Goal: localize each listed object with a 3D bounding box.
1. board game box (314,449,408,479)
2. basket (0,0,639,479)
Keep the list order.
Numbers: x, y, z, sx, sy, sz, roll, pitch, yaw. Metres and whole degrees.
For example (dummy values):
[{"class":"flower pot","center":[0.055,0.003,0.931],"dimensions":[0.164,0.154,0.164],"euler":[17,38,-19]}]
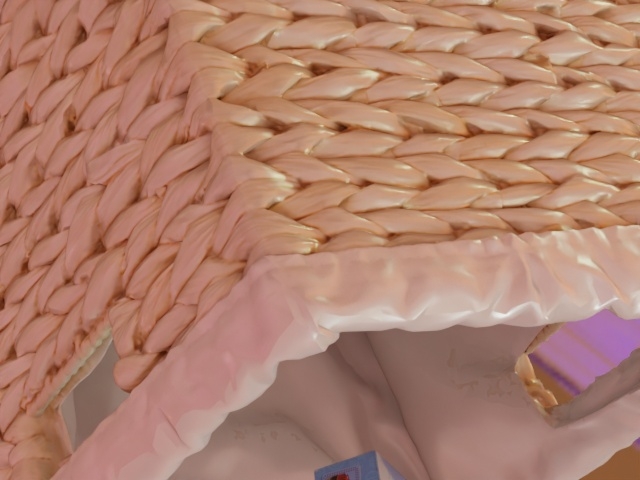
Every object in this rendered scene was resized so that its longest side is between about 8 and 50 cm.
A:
[{"class":"board game box","center":[0.058,0.223,0.752],"dimensions":[0.039,0.160,0.211],"euler":[-23,-130,18]},{"class":"basket","center":[0.000,0.000,0.791],"dimensions":[0.331,0.328,0.266],"euler":[-2,-120,-36]}]
